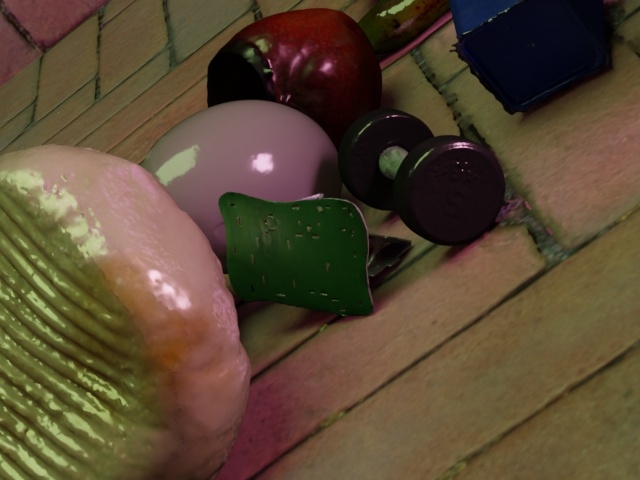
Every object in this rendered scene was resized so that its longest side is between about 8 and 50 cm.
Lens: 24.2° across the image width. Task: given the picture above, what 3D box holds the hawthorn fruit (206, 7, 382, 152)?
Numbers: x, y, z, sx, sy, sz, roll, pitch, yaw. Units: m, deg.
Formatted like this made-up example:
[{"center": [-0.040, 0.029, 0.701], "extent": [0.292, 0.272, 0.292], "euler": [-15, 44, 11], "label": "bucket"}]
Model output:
[{"center": [-0.020, -0.181, 1.712], "extent": [0.189, 0.189, 0.251], "euler": [-26, 12, 31], "label": "hawthorn fruit"}]

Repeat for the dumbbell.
[{"center": [0.091, -0.062, 1.400], "extent": [0.100, 0.100, 0.191], "euler": [-42, 22, -5], "label": "dumbbell"}]

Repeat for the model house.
[{"center": [0.000, 0.000, 1.415], "extent": [0.167, 0.117, 0.088], "euler": [3, 20, 35], "label": "model house"}]

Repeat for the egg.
[{"center": [-0.088, -0.053, 1.529], "extent": [0.232, 0.176, 0.176], "euler": [-17, 9, -31], "label": "egg"}]

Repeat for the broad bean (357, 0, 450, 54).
[{"center": [0.136, -0.301, 1.826], "extent": [0.339, 0.061, 0.077], "euler": [-37, 37, 9], "label": "broad bean"}]

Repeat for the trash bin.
[{"center": [0.209, -0.248, 1.502], "extent": [0.162, 0.184, 0.234], "euler": [-29, 36, 25], "label": "trash bin"}]

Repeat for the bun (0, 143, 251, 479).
[{"center": [-0.210, 0.098, 1.336], "extent": [0.365, 0.365, 0.219], "euler": [-23, -7, 35], "label": "bun"}]
